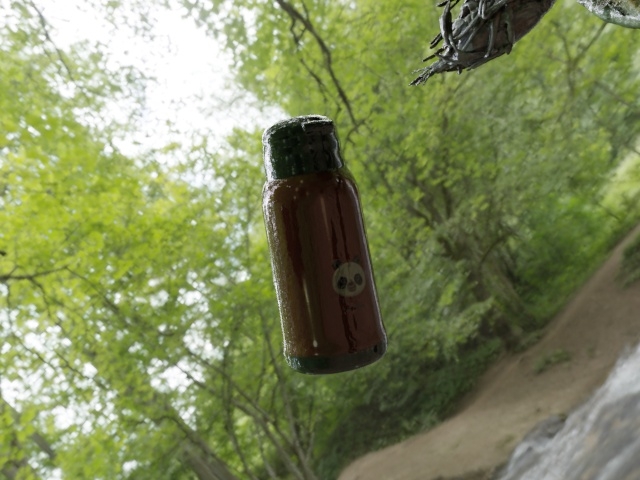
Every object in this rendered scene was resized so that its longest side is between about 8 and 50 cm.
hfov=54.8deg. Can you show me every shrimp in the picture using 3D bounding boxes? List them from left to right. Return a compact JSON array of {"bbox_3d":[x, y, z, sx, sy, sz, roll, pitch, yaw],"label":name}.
[{"bbox_3d":[0.127,-0.174,0.491,0.165,0.065,0.056,-36,40,33],"label":"shrimp"}]

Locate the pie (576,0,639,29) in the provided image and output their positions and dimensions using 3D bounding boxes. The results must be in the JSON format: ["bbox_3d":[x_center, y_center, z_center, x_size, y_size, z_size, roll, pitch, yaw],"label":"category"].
[{"bbox_3d":[0.435,-0.345,0.703,0.302,0.302,0.067,-52,-53,-12],"label":"pie"}]

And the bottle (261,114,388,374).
[{"bbox_3d":[0.000,0.000,0.836,0.144,0.144,0.336,-18,-80,-66],"label":"bottle"}]
